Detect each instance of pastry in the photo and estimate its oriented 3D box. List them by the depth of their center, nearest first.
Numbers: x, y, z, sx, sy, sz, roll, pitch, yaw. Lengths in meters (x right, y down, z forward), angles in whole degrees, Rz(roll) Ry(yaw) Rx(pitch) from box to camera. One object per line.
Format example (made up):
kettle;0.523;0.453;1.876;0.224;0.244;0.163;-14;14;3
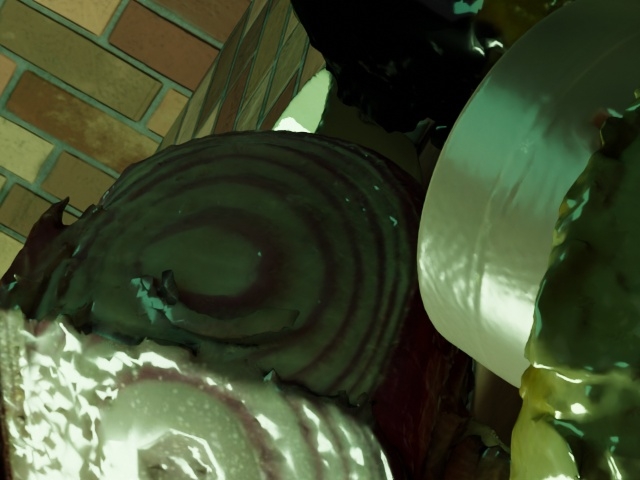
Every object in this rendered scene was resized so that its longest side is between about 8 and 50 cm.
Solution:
pastry;0.120;0.040;0.549;0.192;0.093;0.182;77;-149;-50

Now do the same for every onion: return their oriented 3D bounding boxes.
onion;-0.024;0.086;0.886;0.256;0.272;0.230;-59;-2;28

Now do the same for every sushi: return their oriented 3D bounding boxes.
sushi;0.119;-0.137;0.868;0.213;0.200;0.204;-41;-2;-34

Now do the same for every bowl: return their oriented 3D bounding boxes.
bowl;0.000;0.000;1.245;0.211;0.112;0.211;-56;12;19

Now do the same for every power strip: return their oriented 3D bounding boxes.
power strip;0.112;-0.009;0.686;0.078;0.154;0.154;32;94;37

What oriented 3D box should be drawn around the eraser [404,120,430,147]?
eraser;0.049;-0.048;1.380;0.099;0.019;0.027;-59;-2;10
